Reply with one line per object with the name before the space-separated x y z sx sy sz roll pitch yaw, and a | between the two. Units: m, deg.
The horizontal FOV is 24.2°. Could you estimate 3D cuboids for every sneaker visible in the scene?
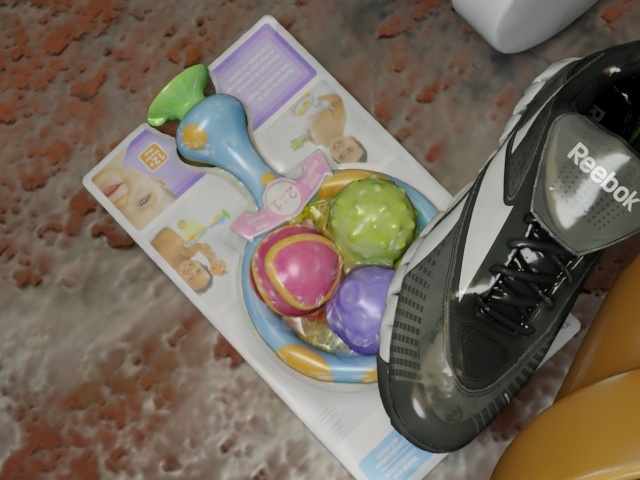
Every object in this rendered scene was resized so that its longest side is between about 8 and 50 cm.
sneaker | 0.104 -0.009 0.689 0.078 0.106 0.234 37 67 -9

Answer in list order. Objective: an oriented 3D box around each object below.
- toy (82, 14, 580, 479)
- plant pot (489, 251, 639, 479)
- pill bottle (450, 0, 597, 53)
toy | 0.000 0.000 0.748 0.137 0.056 0.237 -43 73 -7
plant pot | 0.174 0.096 0.618 0.205 0.205 0.188 9 40 9
pill bottle | 0.045 -0.229 0.763 0.152 0.152 0.272 -39 73 -6
